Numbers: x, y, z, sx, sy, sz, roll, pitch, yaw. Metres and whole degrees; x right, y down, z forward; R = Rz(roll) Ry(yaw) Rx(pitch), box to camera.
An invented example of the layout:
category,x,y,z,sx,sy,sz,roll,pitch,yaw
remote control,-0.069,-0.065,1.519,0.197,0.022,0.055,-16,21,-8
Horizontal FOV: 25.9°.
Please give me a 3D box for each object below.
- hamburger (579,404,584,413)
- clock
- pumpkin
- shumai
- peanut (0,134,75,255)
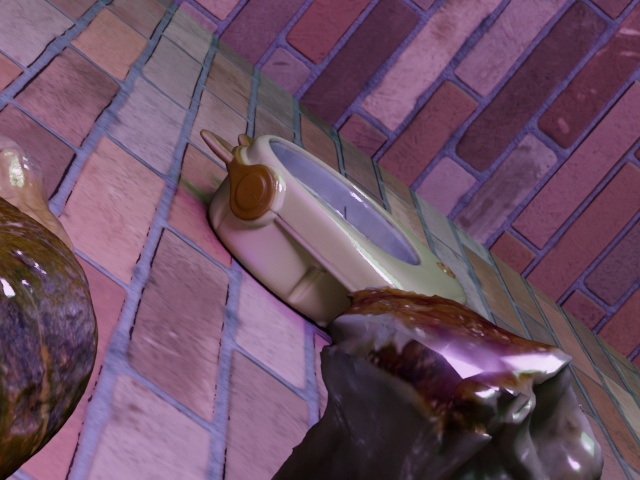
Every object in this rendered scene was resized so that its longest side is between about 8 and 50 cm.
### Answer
category,x,y,z,sx,sy,sz,roll,pitch,yaw
hamburger,0.146,0.179,1.266,0.246,0.170,0.246,40,10,-8
clock,0.000,0.000,1.606,0.348,0.117,0.286,41,12,11
pumpkin,-0.219,0.033,0.629,0.219,0.162,0.219,6,22,-2
shumai,0.020,0.158,0.749,0.225,0.261,0.222,12,-42,56
peanut,-0.240,-0.017,1.023,0.099,0.099,0.214,29,21,-41
